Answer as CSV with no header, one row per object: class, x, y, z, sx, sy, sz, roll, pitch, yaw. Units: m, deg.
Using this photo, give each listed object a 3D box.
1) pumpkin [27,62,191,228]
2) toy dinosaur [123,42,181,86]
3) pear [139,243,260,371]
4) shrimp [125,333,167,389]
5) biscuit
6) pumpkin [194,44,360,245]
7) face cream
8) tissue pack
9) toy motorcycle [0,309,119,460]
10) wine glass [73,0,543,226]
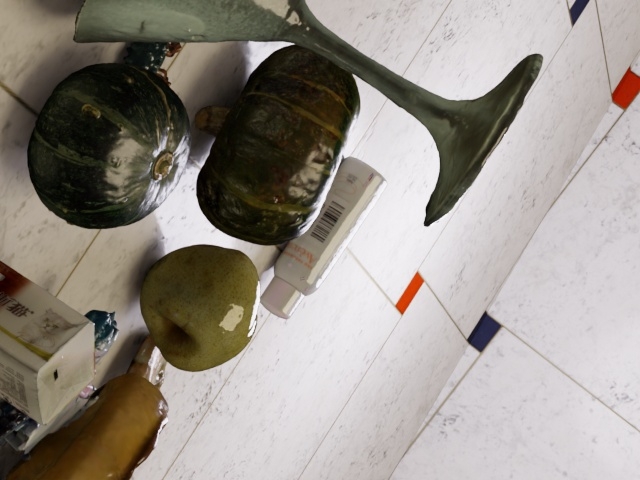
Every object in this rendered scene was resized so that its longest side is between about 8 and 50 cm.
pumpkin,-0.220,-0.098,1.643,0.190,0.146,0.190,-29,133,-36
toy dinosaur,-0.191,-0.190,1.729,0.154,0.049,0.055,-68,162,9
pear,-0.154,0.085,2.050,0.136,0.167,0.167,-50,159,-44
shrimp,-0.260,0.260,2.145,0.169,0.058,0.296,74,34,-75
biscuit,-0.308,0.277,1.921,0.296,0.102,0.296,-43,-169,11
pumpkin,-0.066,-0.120,1.960,0.260,0.189,0.260,-159,-90,-89
face cream,0.000,0.000,2.418,0.269,0.082,0.082,-56,160,-9
tissue pack,-0.324,0.106,1.688,0.099,0.149,0.106,-45,156,-33
toy motorcycle,-0.305,0.162,1.827,0.204,0.108,0.239,-47,-162,-12
wine glass,-0.008,-0.199,1.532,0.267,0.406,0.267,-57,-178,3
